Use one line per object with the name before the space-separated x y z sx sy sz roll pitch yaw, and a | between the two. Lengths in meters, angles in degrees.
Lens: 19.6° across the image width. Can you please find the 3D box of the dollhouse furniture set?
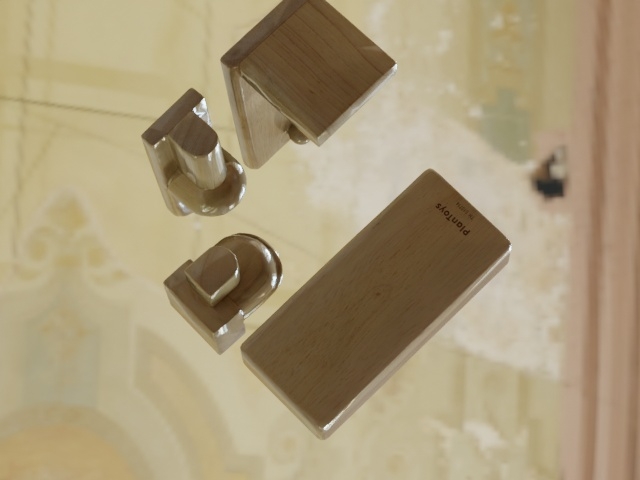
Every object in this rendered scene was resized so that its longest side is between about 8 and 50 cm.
dollhouse furniture set | 0.000 0.000 0.847 0.144 0.123 0.151 -43 -105 -12
